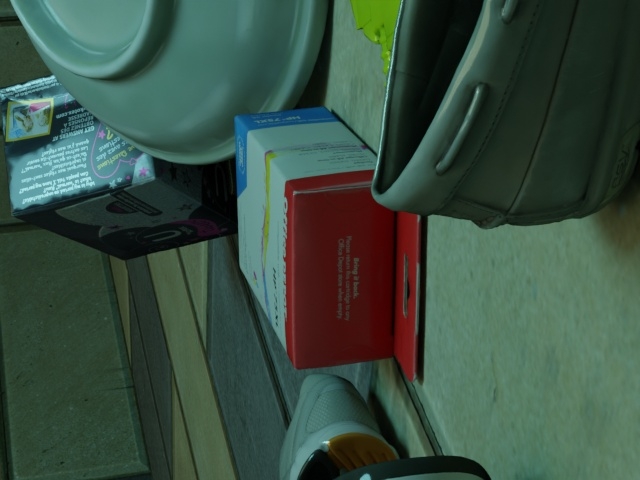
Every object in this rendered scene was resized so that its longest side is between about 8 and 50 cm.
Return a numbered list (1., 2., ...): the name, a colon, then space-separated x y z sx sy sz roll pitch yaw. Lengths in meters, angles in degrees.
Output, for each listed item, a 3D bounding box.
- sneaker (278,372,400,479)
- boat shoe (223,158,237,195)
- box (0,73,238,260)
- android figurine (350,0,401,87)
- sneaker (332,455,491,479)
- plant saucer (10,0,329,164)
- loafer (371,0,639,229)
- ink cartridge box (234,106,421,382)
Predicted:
1. sneaker: 0.006 0.219 0.971 0.121 0.099 0.262 -103 21 -57
2. boat shoe: -0.099 -0.143 1.258 0.073 0.073 0.206 -138 42 -68
3. box: -0.197 -0.079 1.308 0.247 0.163 0.142 31 -133 -70
4. android figurine: 0.043 -0.219 0.680 0.248 0.056 0.272 169 96 -76
5. sneaker: 0.048 0.250 0.704 0.295 0.124 0.178 90 172 -57
6. plant saucer: -0.168 -0.245 1.029 0.400 0.101 0.400 21 122 37
7. loafer: 0.072 -0.148 0.462 0.112 0.112 0.319 -122 29 -60
8. ink cartridge box: 0.000 0.000 0.897 0.231 0.078 0.134 -127 33 -64
